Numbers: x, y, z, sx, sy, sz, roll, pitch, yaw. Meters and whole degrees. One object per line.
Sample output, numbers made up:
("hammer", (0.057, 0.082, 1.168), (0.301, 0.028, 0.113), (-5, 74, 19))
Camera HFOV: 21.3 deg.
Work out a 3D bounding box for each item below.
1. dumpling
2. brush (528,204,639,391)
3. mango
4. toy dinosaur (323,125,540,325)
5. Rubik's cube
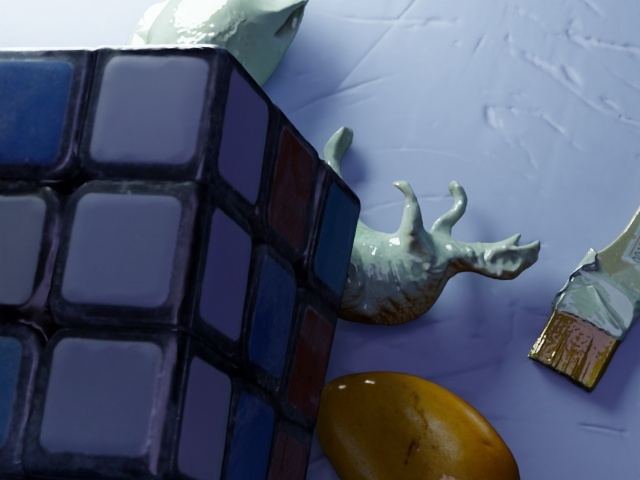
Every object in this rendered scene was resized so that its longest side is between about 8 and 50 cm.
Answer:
("dumpling", (-0.114, -0.205, 1.667), (0.219, 0.108, 0.152), (-40, 76, -11))
("brush", (0.313, -0.012, 1.635), (0.085, 0.020, 0.336), (30, 77, 11))
("mango", (0.086, 0.200, 1.538), (0.219, 0.112, 0.145), (42, 86, 16))
("toy dinosaur", (0.000, 0.000, 1.618), (0.393, 0.092, 0.205), (-19, 79, -5))
("Rubik's cube", (-0.197, 0.056, 1.422), (0.363, 0.359, 0.362), (5, 73, 22))
